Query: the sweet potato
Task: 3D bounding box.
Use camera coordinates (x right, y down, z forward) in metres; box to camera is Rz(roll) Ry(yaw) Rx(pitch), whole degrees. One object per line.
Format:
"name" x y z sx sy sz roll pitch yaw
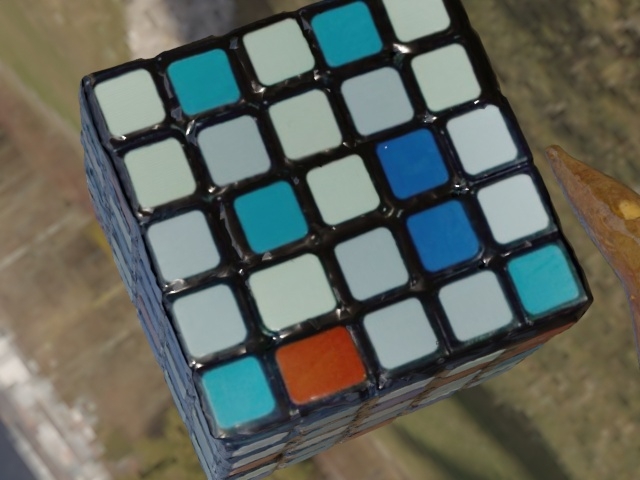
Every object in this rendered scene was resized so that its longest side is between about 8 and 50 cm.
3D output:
"sweet potato" 0.215 0.062 1.119 0.067 0.059 0.281 132 117 -83

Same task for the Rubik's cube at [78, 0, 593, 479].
"Rubik's cube" 0.000 0.000 0.901 0.182 0.187 0.184 110 140 -75
